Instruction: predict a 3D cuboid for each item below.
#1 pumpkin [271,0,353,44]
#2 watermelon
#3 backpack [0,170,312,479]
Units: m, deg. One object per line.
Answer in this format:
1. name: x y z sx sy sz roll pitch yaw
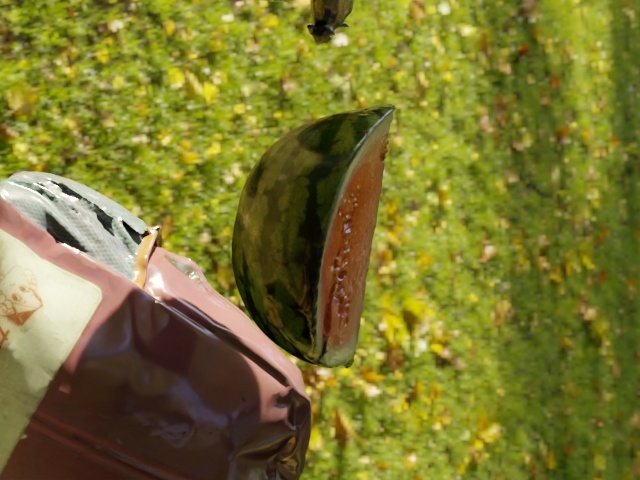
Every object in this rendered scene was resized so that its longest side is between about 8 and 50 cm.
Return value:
1. pumpkin: -0.003 -0.231 0.651 0.250 0.250 0.216 -35 128 -54
2. watermelon: -0.003 0.003 0.595 0.069 0.087 0.163 -129 -135 -72
3. backpack: -0.163 0.126 0.829 0.283 0.317 0.197 -60 -170 10
